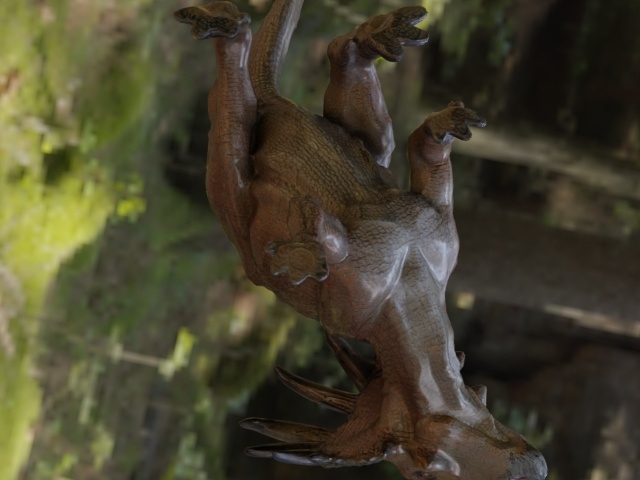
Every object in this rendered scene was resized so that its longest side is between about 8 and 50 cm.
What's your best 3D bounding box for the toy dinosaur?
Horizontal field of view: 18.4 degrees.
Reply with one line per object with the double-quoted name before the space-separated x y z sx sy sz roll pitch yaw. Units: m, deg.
"toy dinosaur" 0.000 0.000 0.966 0.200 0.127 0.295 97 -27 -50
